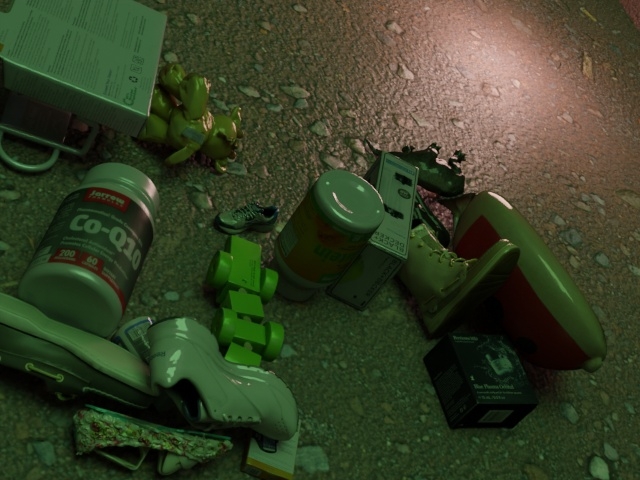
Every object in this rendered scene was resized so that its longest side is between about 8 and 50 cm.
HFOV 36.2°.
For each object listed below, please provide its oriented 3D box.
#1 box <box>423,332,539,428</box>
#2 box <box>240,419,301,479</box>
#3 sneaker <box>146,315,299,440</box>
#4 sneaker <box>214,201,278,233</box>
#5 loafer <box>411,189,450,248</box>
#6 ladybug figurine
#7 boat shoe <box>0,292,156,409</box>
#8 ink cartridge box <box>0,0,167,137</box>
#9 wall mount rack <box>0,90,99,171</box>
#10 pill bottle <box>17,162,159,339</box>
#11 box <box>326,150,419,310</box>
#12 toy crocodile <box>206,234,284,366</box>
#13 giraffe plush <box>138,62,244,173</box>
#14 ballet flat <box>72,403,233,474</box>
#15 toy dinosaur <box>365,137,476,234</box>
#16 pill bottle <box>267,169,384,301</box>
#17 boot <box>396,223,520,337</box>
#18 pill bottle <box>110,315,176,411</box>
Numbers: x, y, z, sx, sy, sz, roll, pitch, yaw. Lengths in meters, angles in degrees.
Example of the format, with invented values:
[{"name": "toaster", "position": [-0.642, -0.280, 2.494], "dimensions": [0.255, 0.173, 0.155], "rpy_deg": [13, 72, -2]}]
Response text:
[{"name": "box", "position": [0.302, 0.264, 1.847], "dimensions": [0.156, 0.093, 0.158], "rpy_deg": [6, 47, -32]}, {"name": "box", "position": [-0.077, 0.321, 1.568], "dimensions": [0.081, 0.028, 0.136], "rpy_deg": [25, 38, -14]}, {"name": "sneaker", "position": [-0.151, 0.236, 1.462], "dimensions": [0.297, 0.111, 0.129], "rpy_deg": [37, 37, -30]}, {"name": "sneaker", "position": [-0.138, -0.050, 1.862], "dimensions": [0.135, 0.058, 0.052], "rpy_deg": [-5, 54, -38]}, {"name": "loafer", "position": [0.183, -0.058, 2.086], "dimensions": [0.220, 0.080, 0.078], "rpy_deg": [45, 40, 11]}, {"name": "ladybug figurine", "position": [0.408, 0.095, 1.981], "dimensions": [0.449, 0.162, 0.305], "rpy_deg": [59, 5, 37]}, {"name": "boat shoe", "position": [-0.378, 0.176, 1.430], "dimensions": [0.305, 0.091, 0.109], "rpy_deg": [27, 5, -7]}, {"name": "ink cartridge box", "position": [-0.449, -0.360, 1.748], "dimensions": [0.330, 0.071, 0.324], "rpy_deg": [21, 42, -19]}, {"name": "wall mount rack", "position": [-0.538, -0.295, 1.756], "dimensions": [0.304, 0.130, 0.350], "rpy_deg": [19, 42, -20]}, {"name": "pill bottle", "position": [-0.358, 0.011, 1.561], "dimensions": [0.161, 0.161, 0.283], "rpy_deg": [26, 41, -13]}, {"name": "box", "position": [0.106, -0.023, 1.928], "dimensions": [0.087, 0.169, 0.290], "rpy_deg": [27, 41, -12]}, {"name": "toy crocodile", "position": [-0.139, 0.121, 1.673], "dimensions": [0.115, 0.105, 0.340], "rpy_deg": [18, 38, -23]}, {"name": "giraffe plush", "position": [-0.233, -0.223, 1.902], "dimensions": [0.170, 0.181, 0.210], "rpy_deg": [17, 28, -54]}, {"name": "ballet flat", "position": [-0.249, 0.302, 1.435], "dimensions": [0.241, 0.091, 0.077], "rpy_deg": [16, 74, -17]}, {"name": "toy dinosaur", "position": [0.245, -0.158, 2.202], "dimensions": [0.313, 0.121, 0.160], "rpy_deg": [38, 26, -5]}, {"name": "pill bottle", "position": [0.000, 0.000, 1.765], "dimensions": [0.136, 0.246, 0.136], "rpy_deg": [20, 43, -19]}, {"name": "boot", "position": [0.252, 0.037, 1.903], "dimensions": [0.095, 0.262, 0.203], "rpy_deg": [-4, 52, -41]}, {"name": "pill bottle", "position": [-0.260, 0.192, 1.520], "dimensions": [0.078, 0.078, 0.137], "rpy_deg": [-17, 63, -44]}]
